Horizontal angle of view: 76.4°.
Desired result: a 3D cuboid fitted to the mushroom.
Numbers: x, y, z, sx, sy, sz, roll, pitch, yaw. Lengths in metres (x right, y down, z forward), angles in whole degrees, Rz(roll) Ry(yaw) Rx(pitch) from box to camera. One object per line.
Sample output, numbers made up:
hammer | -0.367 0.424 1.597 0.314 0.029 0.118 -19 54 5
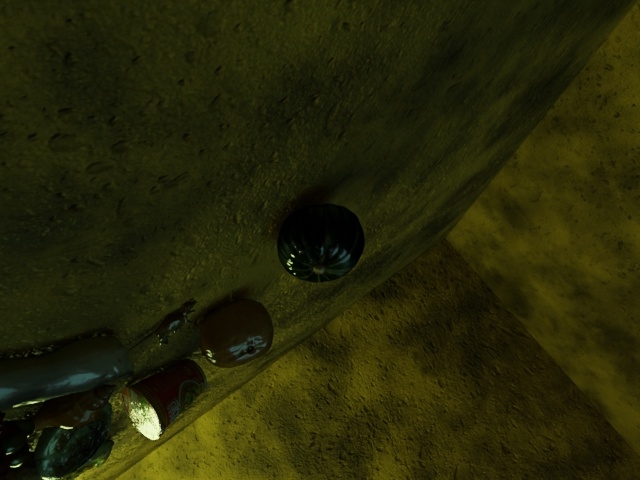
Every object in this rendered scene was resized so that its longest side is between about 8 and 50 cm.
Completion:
mushroom | -0.500 0.249 0.759 0.109 0.097 0.351 -44 160 18

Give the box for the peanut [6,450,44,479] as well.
peanut | -0.820 0.635 1.074 0.129 0.129 0.224 -36 165 -6

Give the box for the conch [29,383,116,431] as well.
conch | -0.601 0.383 0.931 0.330 0.109 0.093 -20 126 11

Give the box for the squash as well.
squash | 0.001 0.005 0.974 0.218 0.218 0.172 -56 -169 46

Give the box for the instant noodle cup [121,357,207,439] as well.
instant noodle cup | -0.486 0.492 1.310 0.212 0.193 0.193 -29 163 -51

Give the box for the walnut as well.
walnut | -0.246 0.275 1.190 0.221 0.195 0.195 -25 159 -33

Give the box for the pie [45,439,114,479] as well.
pie | -0.930 0.860 1.542 0.302 0.067 0.302 -32 163 -11

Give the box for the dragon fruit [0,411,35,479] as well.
dragon fruit | -0.616 0.380 0.695 0.218 0.198 0.272 -60 147 1

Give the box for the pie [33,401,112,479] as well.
pie | -0.693 0.558 1.157 0.240 0.054 0.241 -55 158 -36

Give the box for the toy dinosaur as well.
toy dinosaur | -0.385 0.210 1.002 0.162 0.039 0.126 -15 143 -42
